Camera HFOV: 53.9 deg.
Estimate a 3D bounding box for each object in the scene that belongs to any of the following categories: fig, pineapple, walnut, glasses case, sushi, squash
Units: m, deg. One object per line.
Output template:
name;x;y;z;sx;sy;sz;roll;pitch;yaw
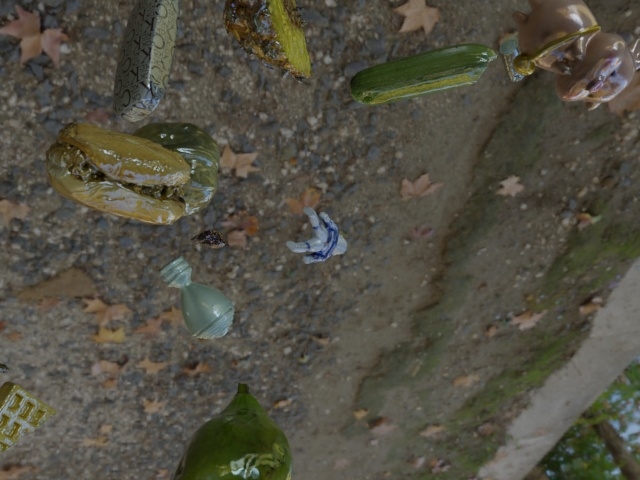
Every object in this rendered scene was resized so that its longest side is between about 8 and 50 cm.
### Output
fig;-0.151;0.414;1.234;0.233;0.314;0.233;17;142;14
pineapple;-0.135;-0.441;1.196;0.159;0.161;0.334;5;129;22
walnut;-0.429;-0.203;1.827;0.277;0.253;0.281;-2;97;-9
glasses case;-0.385;-0.423;1.401;0.137;0.354;0.085;-17;149;39
sushi;-0.290;-0.004;1.664;0.100;0.050;0.047;-1;180;1
squash;0.160;-0.263;1.002;0.239;0.069;0.069;-9;144;21

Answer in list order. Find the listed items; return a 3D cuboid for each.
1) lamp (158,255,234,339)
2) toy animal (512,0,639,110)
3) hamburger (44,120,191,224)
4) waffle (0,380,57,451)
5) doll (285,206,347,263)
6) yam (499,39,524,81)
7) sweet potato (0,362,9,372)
lamp;-0.260;0.123;1.318;0.106;0.106;0.193;-38;93;31
toy animal;0.466;-0.356;1.177;0.248;0.149;0.165;40;145;-3
hamburger;-0.209;-0.071;0.662;0.147;0.138;0.083;16;104;-31
waffle;-0.511;0.332;0.997;0.032;0.190;0.125;8;146;26
doll;0.000;0.000;1.351;0.057;0.113;0.227;20;178;29
yam;0.510;-0.473;1.666;0.054;0.054;0.132;-23;148;17
sweet potato;-0.547;0.201;0.935;0.153;0.038;0.041;-12;144;-31
